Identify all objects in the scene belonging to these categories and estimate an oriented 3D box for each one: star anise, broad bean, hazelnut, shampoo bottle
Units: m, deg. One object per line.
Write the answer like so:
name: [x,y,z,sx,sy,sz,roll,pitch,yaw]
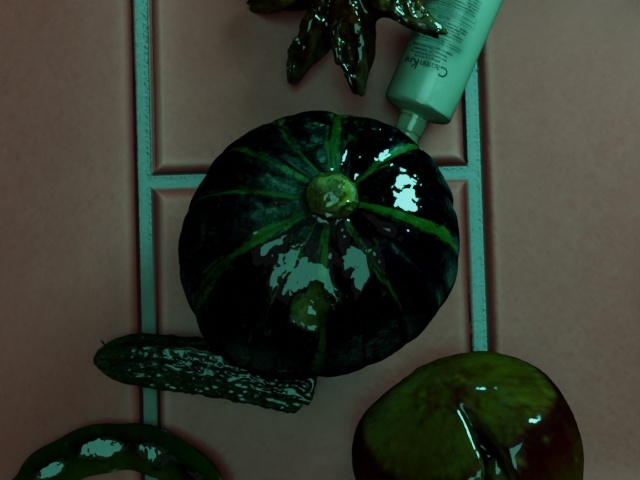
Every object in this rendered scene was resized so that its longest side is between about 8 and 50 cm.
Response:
star anise: [0.038,-0.307,1.167,0.288,0.088,0.288,-3,82,22]
broad bean: [-0.230,0.282,1.178,0.292,0.049,0.144,14,73,9]
hazelnut: [0.161,0.237,1.117,0.251,0.217,0.217,-8,87,11]
shampoo bottle: [0.144,-0.224,1.183,0.085,0.085,0.262,24,89,2]

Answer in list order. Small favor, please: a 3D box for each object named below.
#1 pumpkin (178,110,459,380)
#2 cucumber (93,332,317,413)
pumpkin: [0.000,0.000,1.090,0.315,0.238,0.315,-1,66,1]
cucumber: [-0.136,0.149,1.178,0.265,0.077,0.077,10,88,0]
